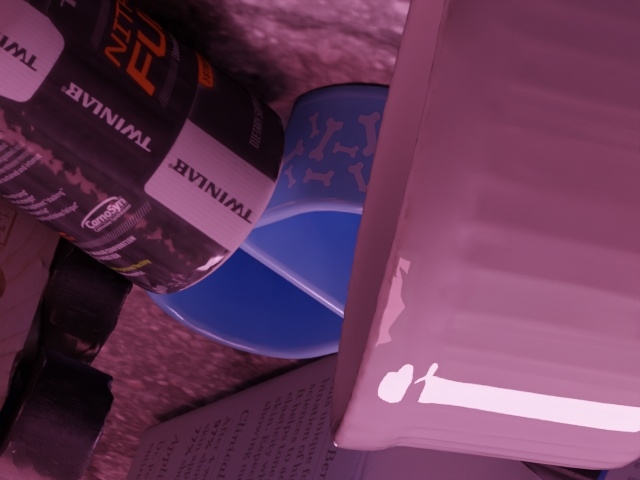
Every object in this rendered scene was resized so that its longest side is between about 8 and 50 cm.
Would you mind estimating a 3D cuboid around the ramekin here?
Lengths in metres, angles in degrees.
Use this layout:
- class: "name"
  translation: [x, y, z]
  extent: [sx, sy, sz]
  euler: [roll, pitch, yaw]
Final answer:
- class: "ramekin"
  translation: [0.097, -0.032, 0.843]
  extent: [0.135, 0.277, 0.277]
  euler: [12, 153, -2]

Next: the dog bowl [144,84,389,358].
- class: "dog bowl"
  translation: [0.000, 0.000, 1.169]
  extent: [0.166, 0.074, 0.297]
  euler: [35, 150, -28]

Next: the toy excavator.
- class: "toy excavator"
  translation: [-0.316, 0.117, 1.388]
  extent: [0.222, 0.433, 0.445]
  euler: [26, 124, -13]

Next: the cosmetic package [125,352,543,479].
- class: "cosmetic package"
  translation: [0.035, 0.314, 1.444]
  extent: [0.327, 0.329, 0.394]
  euler: [31, 151, -22]

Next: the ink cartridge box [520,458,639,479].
- class: "ink cartridge box"
  translation: [0.308, 0.216, 1.207]
  extent: [0.307, 0.072, 0.303]
  euler: [41, 165, -26]

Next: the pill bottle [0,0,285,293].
- class: "pill bottle"
  translation: [-0.147, -0.083, 1.048]
  extent: [0.246, 0.130, 0.130]
  euler: [36, 149, -30]
